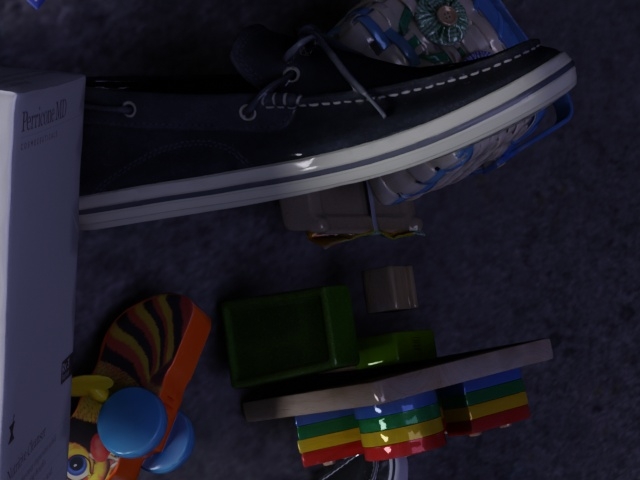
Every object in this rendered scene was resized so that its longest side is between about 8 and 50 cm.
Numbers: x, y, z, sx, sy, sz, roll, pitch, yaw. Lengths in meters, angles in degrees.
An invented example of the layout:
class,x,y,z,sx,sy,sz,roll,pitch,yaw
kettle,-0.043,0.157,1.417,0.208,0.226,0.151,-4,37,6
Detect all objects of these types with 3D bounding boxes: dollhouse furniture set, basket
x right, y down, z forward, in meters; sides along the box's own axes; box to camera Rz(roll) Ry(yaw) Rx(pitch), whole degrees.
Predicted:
class,x,y,z,sx,sy,sz,roll,pitch,yaw
dollhouse furniture set,0.000,0.000,1.486,0.197,0.151,0.302,0,80,-50
basket,0.135,-0.180,1.413,0.255,0.201,0.289,52,44,-2

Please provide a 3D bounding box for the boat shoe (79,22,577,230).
class,x,y,z,sx,sy,sz,roll,pitch,yaw
boat shoe,-0.021,-0.125,1.212,0.187,0.500,0.156,-36,115,-72

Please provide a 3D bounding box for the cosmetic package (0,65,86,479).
class,x,y,z,sx,sy,sz,roll,pitch,yaw
cosmetic package,-0.292,0.053,1.069,0.156,0.217,0.385,7,103,2

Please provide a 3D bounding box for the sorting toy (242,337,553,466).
class,x,y,z,sx,sy,sz,roll,pitch,yaw
sorting toy,0.090,0.188,1.486,0.255,0.257,0.089,-9,85,-36

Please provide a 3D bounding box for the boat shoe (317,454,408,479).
class,x,y,z,sx,sy,sz,roll,pitch,yaw
boat shoe,-0.014,0.350,1.574,0.301,0.108,0.102,-51,131,-4

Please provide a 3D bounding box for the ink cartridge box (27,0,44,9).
class,x,y,z,sx,sy,sz,roll,pitch,yaw
ink cartridge box,-0.215,-0.375,1.135,0.311,0.065,0.186,-54,134,-8

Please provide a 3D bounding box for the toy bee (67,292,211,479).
class,x,y,z,sx,sy,sz,roll,pitch,yaw
toy bee,-0.219,0.191,1.333,0.195,0.162,0.298,75,26,-46
